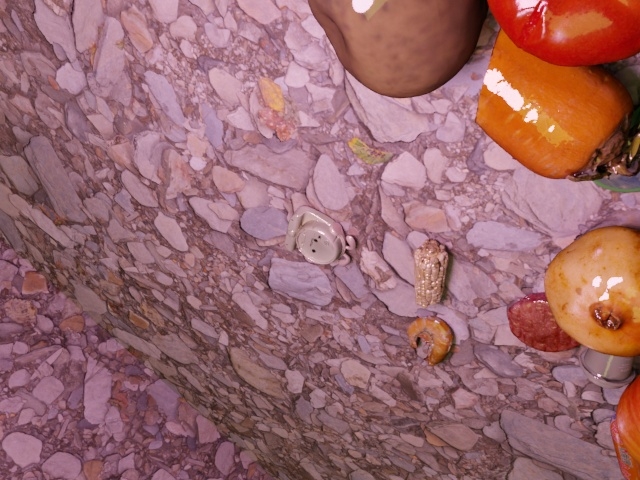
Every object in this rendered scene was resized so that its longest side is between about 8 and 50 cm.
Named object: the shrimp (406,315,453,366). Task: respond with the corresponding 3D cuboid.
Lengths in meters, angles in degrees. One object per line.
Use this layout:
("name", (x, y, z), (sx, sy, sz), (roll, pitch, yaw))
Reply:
("shrimp", (0.309, 0.283, 1.568), (0.132, 0.051, 0.188), (27, 131, 28))

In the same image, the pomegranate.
("pomegranate", (0.568, 0.095, 1.063), (0.264, 0.264, 0.265), (19, 135, 19))

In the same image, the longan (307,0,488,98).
("longan", (0.124, -0.405, 0.906), (0.288, 0.288, 0.350), (5, 135, 31))

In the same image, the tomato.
("tomato", (0.380, -0.401, 0.764), (0.298, 0.226, 0.299), (16, 127, 23))

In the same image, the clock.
("clock", (0.000, 0.000, 1.505), (0.190, 0.062, 0.152), (27, 138, 10))

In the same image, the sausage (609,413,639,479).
("sausage", (0.797, 0.525, 1.431), (0.071, 0.071, 0.234), (-5, 123, 37))

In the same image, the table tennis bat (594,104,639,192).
("table tennis bat", (0.561, -0.189, 0.976), (0.160, 0.039, 0.257), (20, 138, 19))

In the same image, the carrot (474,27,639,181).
("carrot", (0.397, -0.206, 0.930), (0.331, 0.193, 0.214), (37, 124, 8))

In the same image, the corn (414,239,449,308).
("corn", (0.277, 0.094, 1.386), (0.086, 0.087, 0.211), (13, 135, 24))

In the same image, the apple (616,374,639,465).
("apple", (0.803, 0.399, 1.194), (0.285, 0.233, 0.286), (15, 133, 16))

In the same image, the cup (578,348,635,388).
("cup", (0.660, 0.251, 1.249), (0.119, 0.120, 0.141), (16, 127, 22))

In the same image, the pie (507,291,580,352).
("pie", (0.543, 0.201, 1.328), (0.182, 0.050, 0.183), (17, 134, 18))
